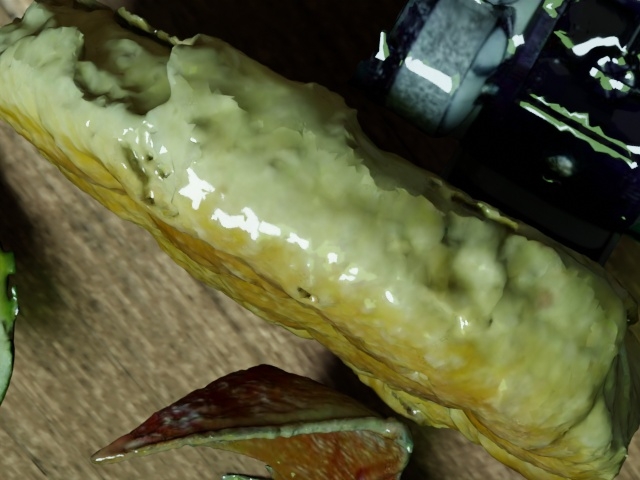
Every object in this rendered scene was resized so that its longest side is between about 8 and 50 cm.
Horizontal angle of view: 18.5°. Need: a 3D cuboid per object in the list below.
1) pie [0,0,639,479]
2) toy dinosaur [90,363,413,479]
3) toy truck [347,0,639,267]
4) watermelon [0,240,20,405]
[{"bbox_3d":[0.000,0.000,0.820,0.339,0.083,0.339,33,175,3],"label":"pie"},{"bbox_3d":[0.002,0.174,1.030,0.207,0.113,0.327,33,158,11],"label":"toy dinosaur"},{"bbox_3d":[0.145,-0.137,0.697,0.177,0.178,0.363,29,132,3],"label":"toy truck"},{"bbox_3d":[-0.249,-0.028,0.955,0.123,0.129,0.301,-26,112,31],"label":"watermelon"}]
